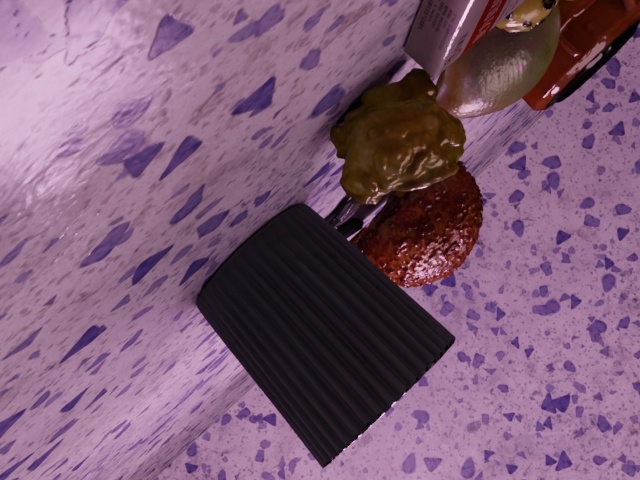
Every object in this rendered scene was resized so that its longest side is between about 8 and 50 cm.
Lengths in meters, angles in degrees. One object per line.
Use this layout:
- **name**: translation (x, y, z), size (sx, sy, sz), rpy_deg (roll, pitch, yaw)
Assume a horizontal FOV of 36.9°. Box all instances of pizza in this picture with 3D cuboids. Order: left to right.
- **pizza**: translation (0.095, 0.000, 2.414), size (0.100, 0.029, 0.099), rpy_deg (-40, 180, -6)

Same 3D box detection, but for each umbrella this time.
- **umbrella**: translation (0.048, -0.014, 2.063), size (0.133, 0.031, 0.036), rpy_deg (-33, 165, -51)

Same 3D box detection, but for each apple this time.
- **apple**: translation (0.298, -0.304, 1.511), size (0.265, 0.120, 0.193), rpy_deg (-44, 161, -20)

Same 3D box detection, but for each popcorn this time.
- **popcorn**: translation (0.100, -0.136, 1.286), size (0.197, 0.156, 0.197), rpy_deg (-32, -170, 6)

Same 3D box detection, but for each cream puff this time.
- **cream puff**: translation (0.234, -0.030, 2.146), size (0.350, 0.228, 0.350), rpy_deg (-55, 178, -2)

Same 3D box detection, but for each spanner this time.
- **spanner**: translation (0.000, 0.000, 1.935), size (0.093, 0.026, 0.325), rpy_deg (-40, 173, -34)

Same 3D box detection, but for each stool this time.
- **stool**: translation (-0.001, 0.141, 1.539), size (0.297, 0.330, 0.297), rpy_deg (-43, 171, -8)

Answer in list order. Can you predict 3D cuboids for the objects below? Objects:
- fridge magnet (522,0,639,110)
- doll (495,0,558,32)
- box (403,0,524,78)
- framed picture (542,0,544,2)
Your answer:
- **fridge magnet**: translation (0.461, -0.376, 1.778), size (0.363, 0.155, 0.363), rpy_deg (-42, 173, -7)
- **doll**: translation (0.338, -0.373, 1.393), size (0.291, 0.117, 0.086), rpy_deg (-34, 125, -33)
- **box**: translation (0.219, -0.341, 1.096), size (0.214, 0.069, 0.353), rpy_deg (-41, 170, -16)
- **framed picture**: translation (0.357, -0.433, 1.262), size (0.195, 0.010, 0.199), rpy_deg (-54, -171, 49)
